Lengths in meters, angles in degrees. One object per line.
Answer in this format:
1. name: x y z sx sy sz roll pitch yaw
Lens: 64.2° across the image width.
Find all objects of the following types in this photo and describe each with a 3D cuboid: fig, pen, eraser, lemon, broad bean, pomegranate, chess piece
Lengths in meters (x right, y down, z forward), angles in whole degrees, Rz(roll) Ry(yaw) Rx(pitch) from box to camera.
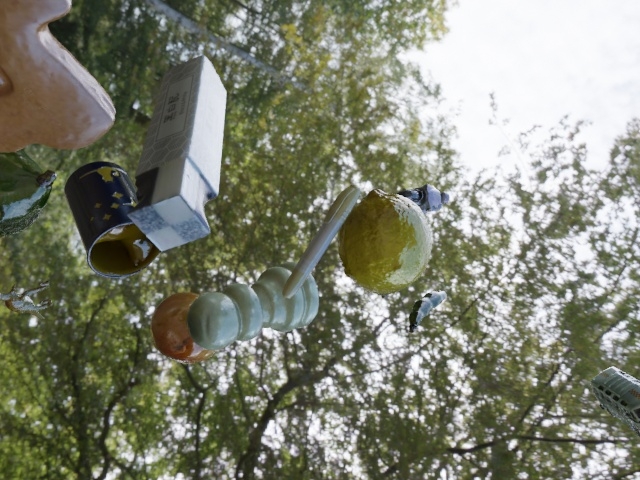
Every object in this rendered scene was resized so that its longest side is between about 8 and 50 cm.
1. fig: -0.598 -0.093 0.948 0.245 0.195 0.195 5 -103 23
2. pen: 0.000 0.000 0.890 0.032 0.040 0.233 32 -93 37
3. eraser: -0.231 -0.167 0.865 0.098 0.096 0.403 -18 -135 12
4. lemon: 0.131 0.007 1.052 0.192 0.192 0.230 7 -74 54
5. broad bean: 0.320 0.203 1.567 0.060 0.298 0.043 32 -58 21
6. pomegranate: -0.384 0.251 1.467 0.209 0.209 0.209 -27 -126 44
7. chess piece: -0.176 0.170 1.259 0.182 0.330 0.182 12 -72 42

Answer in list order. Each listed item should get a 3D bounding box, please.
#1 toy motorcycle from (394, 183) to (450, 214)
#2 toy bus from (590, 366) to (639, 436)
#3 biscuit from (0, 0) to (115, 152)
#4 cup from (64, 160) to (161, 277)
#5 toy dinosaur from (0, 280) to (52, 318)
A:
1. toy motorcycle: 0.248 -0.098 1.302 0.225 0.153 0.073 80 5 -82
2. toy bus: 0.634 0.327 1.039 0.087 0.089 0.194 -35 -177 4
3. biscuit: -0.297 -0.174 0.345 0.043 0.284 0.306 -96 -165 -47
4. cup: -0.484 -0.052 1.273 0.178 0.255 0.256 -48 -125 17
5. toy dinosaur: -0.671 0.148 1.139 0.039 0.126 0.162 51 -50 23
